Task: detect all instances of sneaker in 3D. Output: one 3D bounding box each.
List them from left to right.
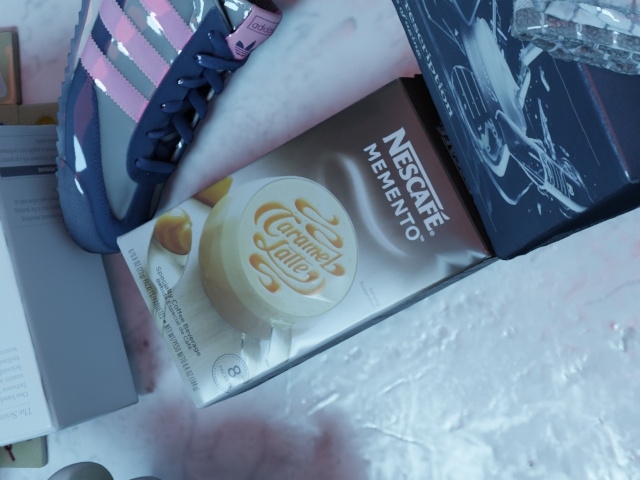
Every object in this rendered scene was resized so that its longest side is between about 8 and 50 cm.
[{"bbox_3d":[-0.100,-0.134,1.359,0.131,0.112,0.319,16,101,23],"label":"sneaker"}]

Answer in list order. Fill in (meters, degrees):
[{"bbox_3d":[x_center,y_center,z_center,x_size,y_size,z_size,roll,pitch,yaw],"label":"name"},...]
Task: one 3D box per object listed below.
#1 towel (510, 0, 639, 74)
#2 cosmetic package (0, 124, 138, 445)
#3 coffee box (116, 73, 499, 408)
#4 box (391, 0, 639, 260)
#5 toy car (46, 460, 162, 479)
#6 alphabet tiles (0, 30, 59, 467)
[{"bbox_3d":[0.250,-0.174,0.916,0.284,0.121,0.235,15,79,-4],"label":"towel"},{"bbox_3d":[-0.285,0.049,1.422,0.224,0.138,0.224,-15,87,22],"label":"cosmetic package"},{"bbox_3d":[0.000,0.000,1.335,0.246,0.098,0.141,-29,83,22],"label":"coffee box"},{"bbox_3d":[0.151,-0.192,1.121,0.179,0.312,0.343,-21,85,-10],"label":"box"},{"bbox_3d":[-0.115,0.237,1.348,0.159,0.182,0.136,7,80,31],"label":"toy car"},{"bbox_3d":[-0.304,0.010,1.508,0.285,0.011,0.342,-2,94,23],"label":"alphabet tiles"}]
